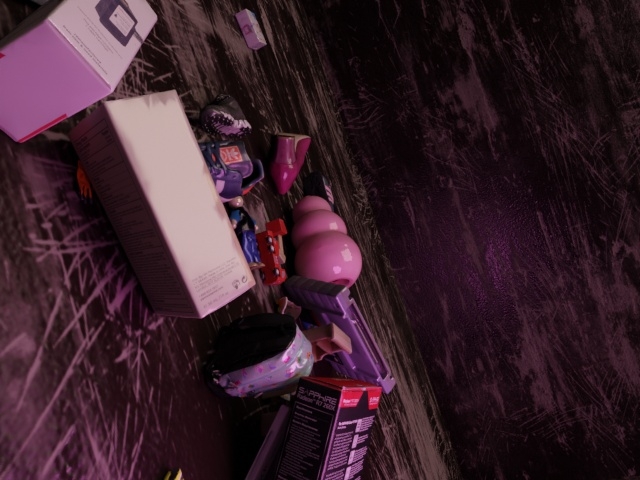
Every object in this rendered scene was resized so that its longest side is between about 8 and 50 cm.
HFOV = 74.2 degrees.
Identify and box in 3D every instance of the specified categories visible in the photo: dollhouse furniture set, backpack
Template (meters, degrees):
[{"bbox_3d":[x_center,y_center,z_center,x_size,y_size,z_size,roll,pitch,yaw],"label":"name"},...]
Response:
[{"bbox_3d":[-0.012,0.336,0.974,0.212,0.161,0.241,50,27,-48],"label":"dollhouse furniture set"},{"bbox_3d":[-0.106,0.213,0.788,0.151,0.182,0.115,-85,150,-54],"label":"backpack"}]

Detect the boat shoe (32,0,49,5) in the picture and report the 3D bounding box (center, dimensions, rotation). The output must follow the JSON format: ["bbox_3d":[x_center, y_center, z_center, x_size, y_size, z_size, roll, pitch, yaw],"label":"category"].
[{"bbox_3d":[-0.449,-0.407,0.597,0.076,0.080,0.228,54,20,5],"label":"boat shoe"}]

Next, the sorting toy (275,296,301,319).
[{"bbox_3d":[-0.088,0.196,1.098,0.083,0.045,0.075,46,37,-54],"label":"sorting toy"}]

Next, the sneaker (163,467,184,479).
[{"bbox_3d":[-0.207,0.359,0.583,0.083,0.031,0.035,-72,140,-63],"label":"sneaker"}]

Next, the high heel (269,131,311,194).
[{"bbox_3d":[-0.113,-0.280,1.478,0.377,0.128,0.181,-60,158,-72],"label":"high heel"}]

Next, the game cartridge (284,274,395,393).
[{"bbox_3d":[0.048,0.258,1.165,0.068,0.230,0.354,-45,119,-33],"label":"game cartridge"}]

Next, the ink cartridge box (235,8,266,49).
[{"bbox_3d":[-0.258,-0.786,1.582,0.088,0.052,0.122,-57,127,-68],"label":"ink cartridge box"}]

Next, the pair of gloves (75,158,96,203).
[{"bbox_3d":[-0.346,-0.082,0.663,0.083,0.010,0.074,35,39,-63],"label":"pair of gloves"}]

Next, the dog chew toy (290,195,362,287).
[{"bbox_3d":[0.000,0.000,1.324,0.206,0.207,0.331,42,25,-56],"label":"dog chew toy"}]

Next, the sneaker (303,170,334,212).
[{"bbox_3d":[0.015,-0.118,1.609,0.131,0.112,0.318,46,31,-47],"label":"sneaker"}]

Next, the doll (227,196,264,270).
[{"bbox_3d":[-0.185,-0.024,1.022,0.129,0.046,0.188,16,57,-70],"label":"doll"}]

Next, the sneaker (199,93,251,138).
[{"bbox_3d":[-0.256,-0.329,1.087,0.106,0.078,0.234,67,14,-2],"label":"sneaker"}]

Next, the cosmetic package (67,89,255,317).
[{"bbox_3d":[-0.236,-0.044,0.640,0.113,0.160,0.309,-31,108,-43],"label":"cosmetic package"}]

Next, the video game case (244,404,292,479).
[{"bbox_3d":[-0.060,0.424,0.809,0.183,0.023,0.201,-62,143,-18],"label":"video game case"}]

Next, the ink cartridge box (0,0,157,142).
[{"bbox_3d":[-0.347,-0.267,0.583,0.237,0.172,0.100,-92,156,-43],"label":"ink cartridge box"}]

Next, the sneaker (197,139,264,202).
[{"bbox_3d":[-0.231,-0.157,0.854,0.350,0.148,0.131,-10,81,-72],"label":"sneaker"}]

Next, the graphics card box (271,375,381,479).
[{"bbox_3d":[0.000,0.439,0.766,0.233,0.095,0.370,36,65,-60],"label":"graphics card box"}]

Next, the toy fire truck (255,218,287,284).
[{"bbox_3d":[-0.125,0.029,1.144,0.135,0.047,0.191,22,52,-69],"label":"toy fire truck"}]
